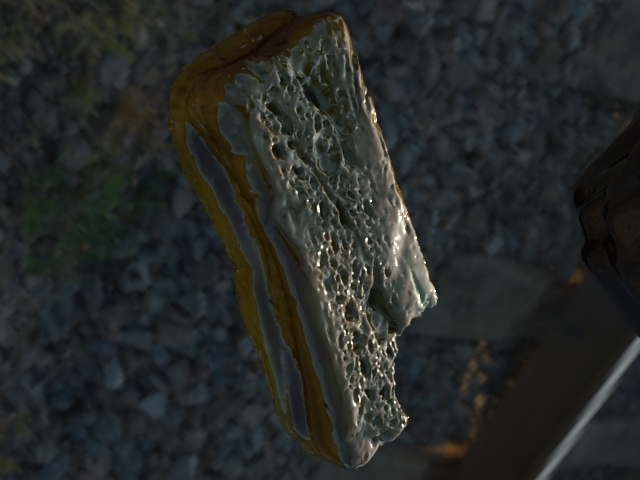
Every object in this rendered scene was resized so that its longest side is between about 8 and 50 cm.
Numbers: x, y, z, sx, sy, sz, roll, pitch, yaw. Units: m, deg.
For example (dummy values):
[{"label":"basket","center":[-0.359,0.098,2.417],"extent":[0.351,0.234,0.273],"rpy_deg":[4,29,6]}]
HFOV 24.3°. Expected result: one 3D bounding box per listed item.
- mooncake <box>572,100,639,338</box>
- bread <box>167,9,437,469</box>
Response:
[{"label":"mooncake","center":[0.270,-0.056,0.851],"extent":[0.283,0.141,0.283],"rpy_deg":[-44,-176,4]},{"label":"bread","center":[0.000,0.000,1.259],"extent":[0.185,0.109,0.380],"rpy_deg":[-37,117,-38]}]
